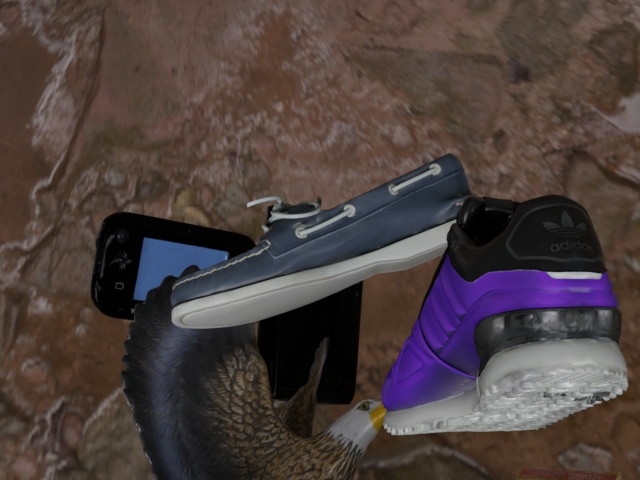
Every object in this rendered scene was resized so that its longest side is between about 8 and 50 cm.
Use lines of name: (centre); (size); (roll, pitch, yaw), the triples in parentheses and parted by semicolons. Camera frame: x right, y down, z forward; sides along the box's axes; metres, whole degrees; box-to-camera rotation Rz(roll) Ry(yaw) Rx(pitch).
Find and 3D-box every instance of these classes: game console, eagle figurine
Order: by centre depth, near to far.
eagle figurine: (-0.032, 0.183, 1.093); (0.225, 0.298, 0.226); (-13, 124, -26)
game console: (-0.089, 0.060, 1.385); (0.361, 0.044, 0.213); (11, 79, -43)

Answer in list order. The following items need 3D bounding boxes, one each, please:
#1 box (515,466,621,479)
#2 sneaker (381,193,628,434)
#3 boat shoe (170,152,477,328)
box: (0.173, 0.219, 0.938); (0.087, 0.232, 0.058); (1, 94, 14)
sneaker: (0.115, 0.047, 0.871); (0.102, 0.293, 0.146); (1, 75, -16)
boat shoe: (0.000, 0.000, 1.016); (0.254, 0.095, 0.079); (-19, 79, 0)
